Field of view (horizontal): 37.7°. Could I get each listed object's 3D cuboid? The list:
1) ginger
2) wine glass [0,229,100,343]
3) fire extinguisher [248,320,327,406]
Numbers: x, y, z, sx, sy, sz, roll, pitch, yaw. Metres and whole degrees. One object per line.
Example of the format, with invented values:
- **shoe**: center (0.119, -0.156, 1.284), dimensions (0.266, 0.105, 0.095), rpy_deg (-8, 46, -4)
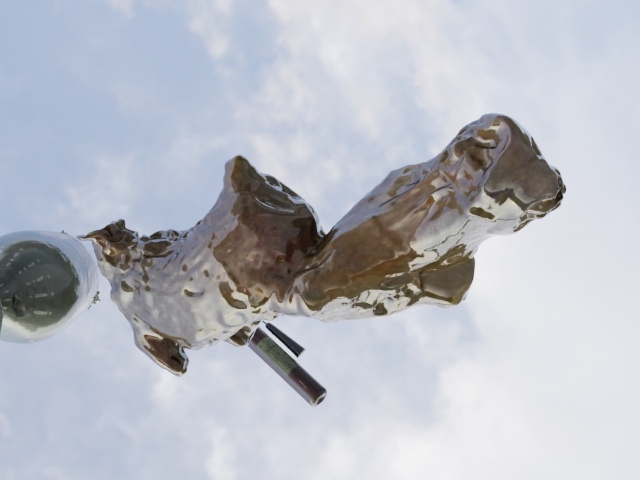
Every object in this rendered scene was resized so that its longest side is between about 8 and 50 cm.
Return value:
- **ginger**: center (-0.002, 0.000, 0.532), dimensions (0.084, 0.290, 0.122), rpy_deg (-35, -72, -64)
- **wine glass**: center (-0.325, 0.055, 0.972), dimensions (0.241, 0.126, 0.126), rpy_deg (-38, -75, -77)
- **fire extinguisher**: center (-0.053, 0.143, 1.209), dimensions (0.049, 0.173, 0.035), rpy_deg (-54, -26, 7)
